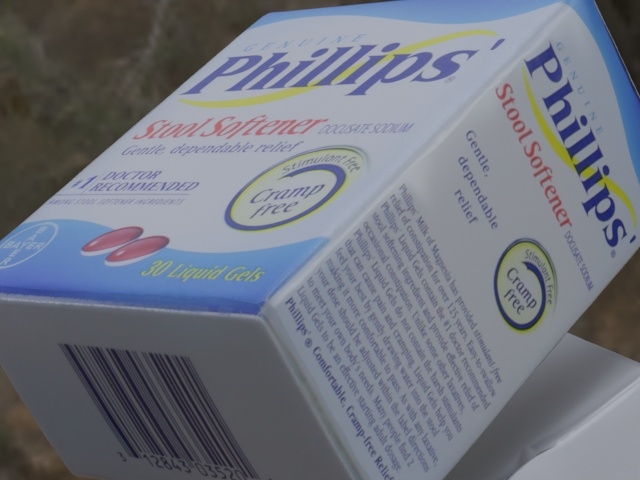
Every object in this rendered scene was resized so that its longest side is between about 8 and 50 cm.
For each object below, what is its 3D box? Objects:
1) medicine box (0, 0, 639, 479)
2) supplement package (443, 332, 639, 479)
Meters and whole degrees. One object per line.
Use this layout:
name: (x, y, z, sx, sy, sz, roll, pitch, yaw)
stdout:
medicine box: (0.000, 0.000, 1.086, 0.263, 0.149, 0.289, 1, 38, 47)
supplement package: (0.140, 0.177, 1.172, 0.177, 0.175, 0.293, -36, 6, -2)
